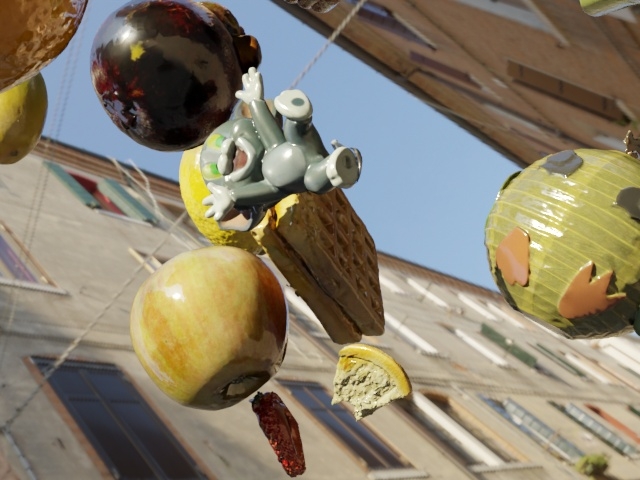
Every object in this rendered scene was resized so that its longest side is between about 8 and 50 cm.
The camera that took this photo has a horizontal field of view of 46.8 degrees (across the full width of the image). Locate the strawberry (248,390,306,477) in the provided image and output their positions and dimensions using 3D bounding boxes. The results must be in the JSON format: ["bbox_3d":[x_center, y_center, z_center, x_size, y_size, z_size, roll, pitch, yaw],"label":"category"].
[{"bbox_3d":[-0.062,0.303,1.186,0.048,0.152,0.104,-36,-18,3],"label":"strawberry"}]

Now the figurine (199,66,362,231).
[{"bbox_3d":[-0.052,-0.110,0.896,0.140,0.265,0.193,5,-94,-56],"label":"figurine"}]

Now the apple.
[{"bbox_3d":[-0.166,0.139,1.172,0.257,0.234,0.257,-28,-27,-16],"label":"apple"}]

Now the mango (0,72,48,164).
[{"bbox_3d":[-0.470,-0.204,1.099,0.130,0.195,0.092,-23,-30,6],"label":"mango"}]

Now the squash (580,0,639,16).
[{"bbox_3d":[0.330,-0.264,0.707,0.083,0.250,0.083,-2,-82,-15],"label":"squash"}]

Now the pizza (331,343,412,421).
[{"bbox_3d":[0.095,0.339,1.742,0.034,0.181,0.262,-37,-11,-48],"label":"pizza"}]

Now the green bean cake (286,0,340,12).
[{"bbox_3d":[-0.025,-0.395,1.015,0.135,0.056,0.135,12,-91,-20],"label":"green bean cake"}]

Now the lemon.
[{"bbox_3d":[-0.174,-0.104,1.604,0.245,0.245,0.320,-33,-64,-24],"label":"lemon"}]

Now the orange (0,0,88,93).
[{"bbox_3d":[-0.205,-0.148,0.368,0.177,0.177,0.155,6,-90,-47],"label":"orange"}]

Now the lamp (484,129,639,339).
[{"bbox_3d":[0.345,-0.014,0.922,0.284,0.250,0.250,-57,-39,-2],"label":"lamp"}]

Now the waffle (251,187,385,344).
[{"bbox_3d":[0.000,0.000,1.190,0.098,0.224,0.328,-18,-45,16],"label":"waffle"}]

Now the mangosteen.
[{"bbox_3d":[-0.203,-0.255,1.083,0.265,0.228,0.228,-46,-37,-34],"label":"mangosteen"}]
